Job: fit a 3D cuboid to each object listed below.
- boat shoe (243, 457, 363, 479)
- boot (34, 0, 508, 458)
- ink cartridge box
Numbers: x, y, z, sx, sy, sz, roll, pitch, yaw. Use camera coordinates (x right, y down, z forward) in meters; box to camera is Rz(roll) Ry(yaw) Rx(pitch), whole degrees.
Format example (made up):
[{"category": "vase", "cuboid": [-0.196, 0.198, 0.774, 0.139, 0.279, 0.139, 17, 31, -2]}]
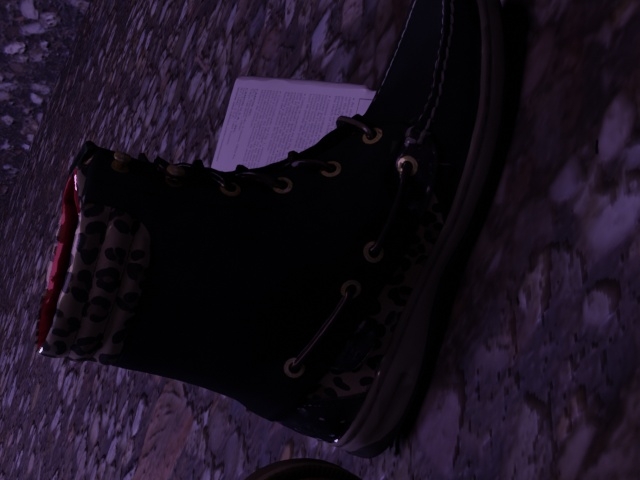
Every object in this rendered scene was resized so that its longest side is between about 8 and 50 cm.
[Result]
[{"category": "boat shoe", "cuboid": [-0.003, 0.238, 0.527, 0.104, 0.110, 0.307, -178, 94, -69]}, {"category": "boot", "cuboid": [-0.020, -0.030, 0.678, 0.085, 0.178, 0.236, -164, 89, -73]}, {"category": "ink cartridge box", "cuboid": [0.000, 0.000, 0.846, 0.224, 0.056, 0.181, 13, 87, 54]}]
